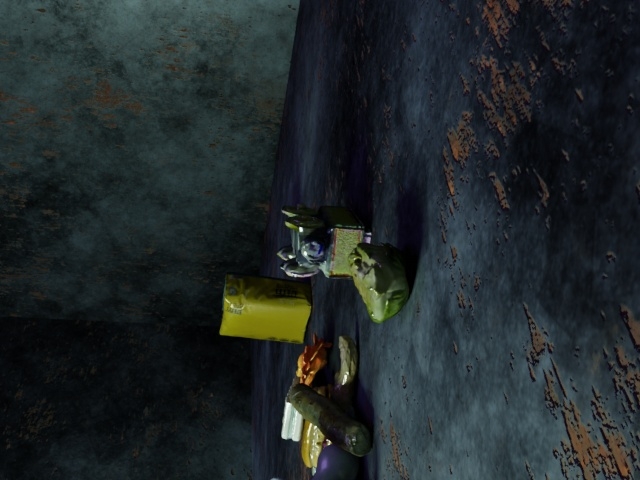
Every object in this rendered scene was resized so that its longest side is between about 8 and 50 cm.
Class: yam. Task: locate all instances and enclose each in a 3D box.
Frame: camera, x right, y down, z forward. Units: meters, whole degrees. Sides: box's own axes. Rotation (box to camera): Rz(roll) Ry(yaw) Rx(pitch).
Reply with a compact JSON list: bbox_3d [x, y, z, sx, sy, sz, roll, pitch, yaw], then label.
[{"bbox_3d":[0.014,0.366,1.478,0.071,0.067,0.317,52,164,-19],"label":"yam"}]

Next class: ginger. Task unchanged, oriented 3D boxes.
[{"bbox_3d":[0.054,0.291,1.526,0.069,0.051,0.173,-135,54,-70],"label":"ginger"}]

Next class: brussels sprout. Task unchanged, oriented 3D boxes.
[{"bbox_3d":[0.102,0.069,1.196,0.181,0.101,0.138,162,102,-78],"label":"brussels sprout"}]

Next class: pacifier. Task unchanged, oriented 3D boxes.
[{"bbox_3d":[0.007,0.509,1.401,0.233,0.244,0.299,-56,4,-29],"label":"pacifier"}]

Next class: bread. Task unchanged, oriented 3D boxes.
[{"bbox_3d":[0.000,0.444,1.707,0.116,0.077,0.200,-90,8,-72],"label":"bread"}]

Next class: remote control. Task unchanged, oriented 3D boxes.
[{"bbox_3d":[-0.050,0.398,1.848,0.277,0.056,0.102,-63,-18,-72],"label":"remote control"}]

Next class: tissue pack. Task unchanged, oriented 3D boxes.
[{"bbox_3d":[-0.171,0.214,2.206,0.134,0.271,0.192,-90,9,-46],"label":"tissue pack"}]

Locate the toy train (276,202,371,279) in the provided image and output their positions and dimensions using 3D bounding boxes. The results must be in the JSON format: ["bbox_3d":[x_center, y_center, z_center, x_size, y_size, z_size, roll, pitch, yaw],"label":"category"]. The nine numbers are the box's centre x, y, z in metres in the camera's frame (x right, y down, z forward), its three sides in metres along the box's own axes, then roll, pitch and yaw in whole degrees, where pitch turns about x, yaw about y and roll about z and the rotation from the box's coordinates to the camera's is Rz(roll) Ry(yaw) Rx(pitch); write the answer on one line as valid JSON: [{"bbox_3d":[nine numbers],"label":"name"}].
[{"bbox_3d":[0.000,0.000,1.559,0.261,0.178,0.134,-116,31,-73],"label":"toy train"}]

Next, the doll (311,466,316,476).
[{"bbox_3d":[-0.005,0.541,1.807,0.037,0.027,0.125,-111,25,-84],"label":"doll"}]

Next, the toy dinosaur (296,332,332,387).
[{"bbox_3d":[-0.020,0.295,1.770,0.288,0.071,0.117,-55,-17,-69],"label":"toy dinosaur"}]
